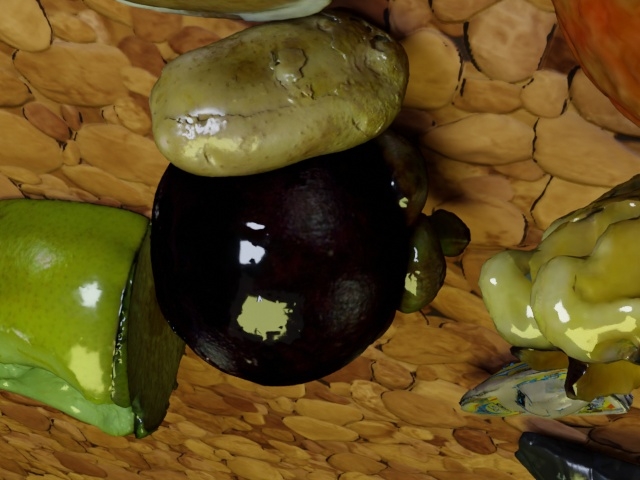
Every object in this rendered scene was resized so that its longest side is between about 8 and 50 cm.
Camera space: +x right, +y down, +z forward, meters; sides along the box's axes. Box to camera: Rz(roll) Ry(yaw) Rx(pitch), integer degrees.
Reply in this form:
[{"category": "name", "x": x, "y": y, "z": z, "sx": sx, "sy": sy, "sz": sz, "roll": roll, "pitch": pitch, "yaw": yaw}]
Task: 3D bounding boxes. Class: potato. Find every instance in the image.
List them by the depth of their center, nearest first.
[{"category": "potato", "x": -0.025, "y": -0.094, "z": 0.733, "sx": 0.170, "sy": 0.107, "sz": 0.080, "roll": -18, "pitch": 128, "yaw": -7}]

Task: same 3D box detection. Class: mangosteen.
[{"category": "mangosteen", "x": 0.000, "y": 0.000, "z": 0.848, "sx": 0.250, "sy": 0.211, "sz": 0.211, "roll": -1, "pitch": 157, "yaw": -20}]

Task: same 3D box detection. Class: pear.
[{"category": "pear", "x": -0.274, "y": 0.080, "z": 1.168, "sx": 0.292, "sy": 0.159, "sz": 0.292, "roll": 17, "pitch": 152, "yaw": 9}]

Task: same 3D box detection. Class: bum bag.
[{"category": "bum bag", "x": 0.319, "y": 0.272, "z": 1.183, "sx": 0.310, "sy": 0.074, "sz": 0.137, "roll": 19, "pitch": 155, "yaw": 43}]

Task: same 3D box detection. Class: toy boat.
[{"category": "toy boat", "x": 0.200, "y": 0.140, "z": 1.092, "sx": 0.084, "sy": 0.066, "sz": 0.210, "roll": 32, "pitch": 149, "yaw": -21}]

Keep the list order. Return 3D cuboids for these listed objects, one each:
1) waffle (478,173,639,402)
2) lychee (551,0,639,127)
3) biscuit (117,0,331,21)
[{"category": "waffle", "x": 0.292, "y": 0.000, "z": 0.584, "sx": 0.382, "sy": 0.095, "sz": 0.379, "roll": -4, "pitch": -173, "yaw": 30}, {"category": "lychee", "x": 0.207, "y": -0.134, "z": 0.431, "sx": 0.255, "sy": 0.255, "sz": 0.300, "roll": 9, "pitch": 165, "yaw": 16}, {"category": "biscuit", "x": -0.106, "y": -0.203, "z": 0.589, "sx": 0.287, "sy": 0.057, "sz": 0.344, "roll": 6, "pitch": 163, "yaw": 32}]
